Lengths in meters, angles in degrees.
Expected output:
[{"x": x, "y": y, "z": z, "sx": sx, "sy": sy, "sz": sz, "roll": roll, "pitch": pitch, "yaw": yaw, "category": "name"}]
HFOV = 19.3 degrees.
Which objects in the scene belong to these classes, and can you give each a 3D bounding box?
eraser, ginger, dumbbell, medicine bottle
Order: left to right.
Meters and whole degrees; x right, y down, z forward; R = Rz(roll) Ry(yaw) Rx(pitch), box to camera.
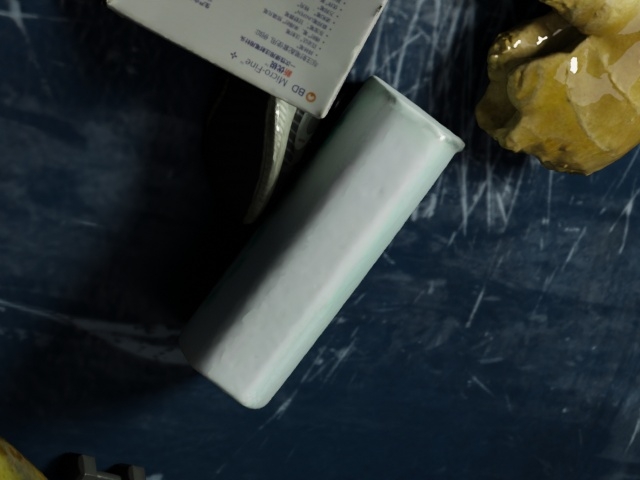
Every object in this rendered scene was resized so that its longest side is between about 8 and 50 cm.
[{"x": -0.197, "y": 0.217, "z": 1.712, "sx": 0.083, "sy": 0.040, "sz": 0.036, "roll": 19, "pitch": 137, "yaw": -42, "category": "dumbbell"}, {"x": -0.047, "y": -0.210, "z": 1.470, "sx": 0.201, "sy": 0.052, "sz": 0.171, "roll": 27, "pitch": 102, "yaw": -4, "category": "medicine bottle"}, {"x": 0.000, "y": 0.000, "z": 1.625, "sx": 0.104, "sy": 0.189, "sz": 0.290, "roll": 36, "pitch": 94, "yaw": -9, "category": "eraser"}, {"x": 0.286, "y": -0.234, "z": 1.729, "sx": 0.236, "sy": 0.166, "sz": 0.375, "roll": 28, "pitch": 88, "yaw": -22, "category": "ginger"}]

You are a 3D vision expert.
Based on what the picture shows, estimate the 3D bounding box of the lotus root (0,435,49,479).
[{"x": -0.295, "y": 0.304, "z": 1.557, "sx": 0.250, "sy": 0.250, "sz": 0.346, "roll": -42, "pitch": 129, "yaw": -7, "category": "lotus root"}]

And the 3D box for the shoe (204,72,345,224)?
[{"x": -0.024, "y": -0.122, "z": 1.590, "sx": 0.112, "sy": 0.099, "sz": 0.227, "roll": -11, "pitch": 122, "yaw": -40, "category": "shoe"}]
